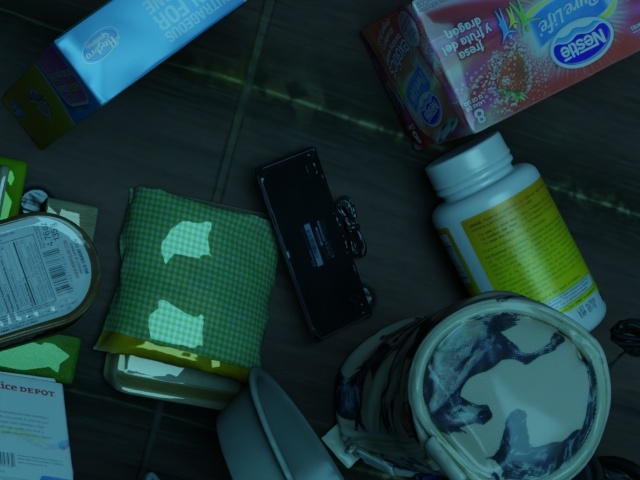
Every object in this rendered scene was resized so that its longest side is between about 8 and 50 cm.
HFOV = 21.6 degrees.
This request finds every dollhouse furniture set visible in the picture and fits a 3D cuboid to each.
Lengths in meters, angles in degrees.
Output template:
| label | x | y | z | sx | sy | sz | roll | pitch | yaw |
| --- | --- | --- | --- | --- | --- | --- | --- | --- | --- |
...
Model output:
| label | x | y | z | sx | sy | sz | roll | pitch | yaw |
| --- | --- | --- | --- | --- | --- | --- | --- | --- | --- |
| dollhouse furniture set | -0.167 | 0.042 | 1.526 | 0.302 | 0.151 | 0.197 | 12 | 83 | -17 |

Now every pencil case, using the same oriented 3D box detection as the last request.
| label | x | y | z | sx | sy | sz | roll | pitch | yaw |
| --- | --- | --- | --- | --- | --- | --- | --- | --- | --- |
| pencil case | 0.119 | 0.142 | 1.479 | 0.160 | 0.410 | 0.183 | 41 | 80 | -3 |

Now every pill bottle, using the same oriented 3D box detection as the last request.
| label | x | y | z | sx | sy | sz | roll | pitch | yaw |
| --- | --- | --- | --- | --- | --- | --- | --- | --- | --- |
| pill bottle | 0.188 | 0.004 | 1.663 | 0.117 | 0.117 | 0.215 | -29 | 96 | -17 |

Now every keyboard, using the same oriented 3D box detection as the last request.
| label | x | y | z | sx | sy | sz | roll | pitch | yaw |
| --- | --- | --- | --- | --- | --- | --- | --- | --- | --- |
| keyboard | 0.000 | 0.000 | 1.643 | 0.108 | 0.023 | 0.180 | -24 | 99 | -38 |

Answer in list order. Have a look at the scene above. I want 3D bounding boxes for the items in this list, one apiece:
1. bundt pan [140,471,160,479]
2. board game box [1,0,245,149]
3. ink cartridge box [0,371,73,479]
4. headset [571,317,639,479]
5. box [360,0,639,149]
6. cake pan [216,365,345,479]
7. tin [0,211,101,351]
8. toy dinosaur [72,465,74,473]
| label | x | y | z | sx | sy | sz | roll | pitch | yaw |
| --- | --- | --- | --- | --- | --- | --- | --- | --- | --- |
| bundt pan | -0.174 | 0.374 | 1.445 | 0.124 | 0.331 | 0.330 | -14 | 91 | 18 |
| board game box | -0.146 | -0.189 | 1.462 | 0.242 | 0.316 | 0.064 | -38 | 98 | -16 |
| ink cartridge box | -0.257 | 0.173 | 1.382 | 0.088 | 0.052 | 0.122 | 13 | 50 | -33 |
| headset | 0.267 | 0.265 | 1.597 | 0.243 | 0.185 | 0.394 | 26 | 78 | -50 |
| box | 0.213 | -0.219 | 1.668 | 0.300 | 0.154 | 0.142 | -27 | 96 | -19 |
| cake pan | -0.008 | 0.252 | 1.509 | 0.054 | 0.293 | 0.293 | -30 | 96 | 4 |
| tin | -0.275 | 0.038 | 1.398 | 0.190 | 0.040 | 0.106 | -18 | 78 | -23 |
| toy dinosaur | -0.363 | 0.218 | 1.385 | 0.314 | 0.160 | 0.121 | 14 | 124 | -27 |
